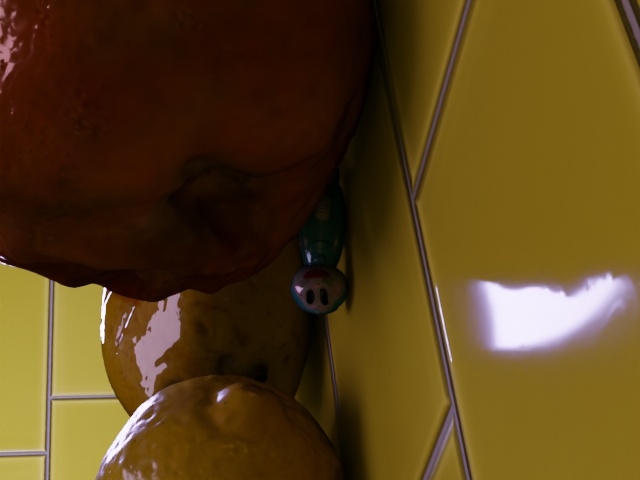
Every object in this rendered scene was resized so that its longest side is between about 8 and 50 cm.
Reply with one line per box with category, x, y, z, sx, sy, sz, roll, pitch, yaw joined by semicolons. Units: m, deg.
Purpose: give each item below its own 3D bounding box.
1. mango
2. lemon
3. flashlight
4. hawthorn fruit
mango;-0.120;0.042;1.369;0.253;0.182;0.365;-38;46;40
lemon;-0.088;0.242;1.146;0.233;0.233;0.288;-104;25;-54
flashlight;0.000;0.000;1.147;0.051;0.051;0.129;130;142;-75
hawthorn fruit;-0.173;-0.164;1.062;0.472;0.471;0.472;180;90;-80
